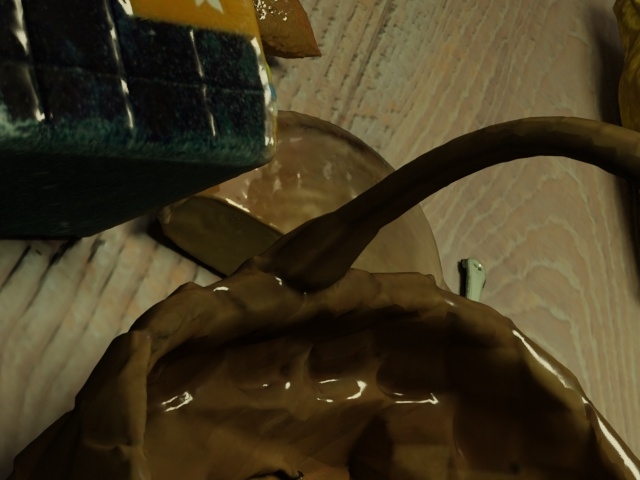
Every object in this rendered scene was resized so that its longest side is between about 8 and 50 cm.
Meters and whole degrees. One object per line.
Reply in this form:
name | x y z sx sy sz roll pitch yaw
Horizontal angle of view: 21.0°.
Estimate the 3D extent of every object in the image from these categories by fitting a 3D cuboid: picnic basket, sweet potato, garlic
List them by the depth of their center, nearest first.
picnic basket | 0.073 0.102 0.692 0.337 0.337 0.293 -3 55 -54
garlic | -0.005 -0.014 0.982 0.195 0.087 0.101 28 47 -30
sweet potato | -0.082 -0.172 1.109 0.206 0.060 0.068 25 0 -16

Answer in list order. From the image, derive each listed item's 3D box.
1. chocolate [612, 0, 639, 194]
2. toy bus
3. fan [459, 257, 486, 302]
chocolate | 0.319 -0.100 1.450 0.162 0.162 0.445 31 30 -25
toy bus | -0.178 -0.102 0.753 0.323 0.162 0.194 0 74 -53
fan | 0.089 0.075 1.063 0.152 0.008 0.227 38 31 -12
